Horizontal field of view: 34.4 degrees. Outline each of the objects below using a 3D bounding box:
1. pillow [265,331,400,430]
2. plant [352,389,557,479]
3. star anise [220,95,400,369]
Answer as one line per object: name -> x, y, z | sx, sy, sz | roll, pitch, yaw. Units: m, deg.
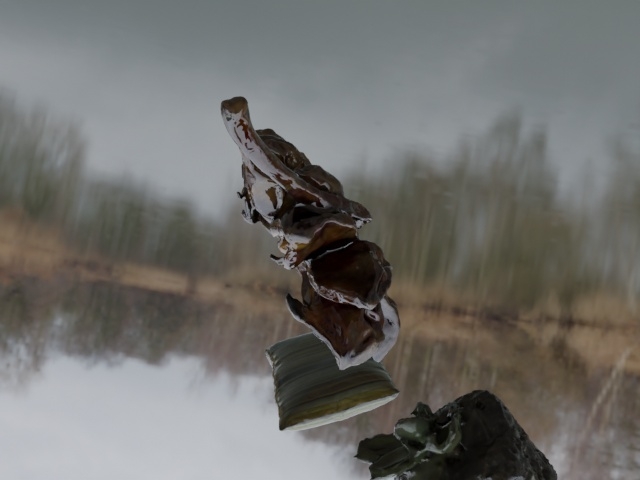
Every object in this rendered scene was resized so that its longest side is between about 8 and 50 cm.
pillow -> 0.006, 0.127, 0.989 | 0.113, 0.038, 0.203 | -18, -165, -1
plant -> 0.211, 0.346, 1.608 | 0.312, 0.215, 0.213 | 40, -156, -25
star anise -> -0.002, 0.001, 0.621 | 0.073, 0.177, 0.234 | -33, -178, 2
